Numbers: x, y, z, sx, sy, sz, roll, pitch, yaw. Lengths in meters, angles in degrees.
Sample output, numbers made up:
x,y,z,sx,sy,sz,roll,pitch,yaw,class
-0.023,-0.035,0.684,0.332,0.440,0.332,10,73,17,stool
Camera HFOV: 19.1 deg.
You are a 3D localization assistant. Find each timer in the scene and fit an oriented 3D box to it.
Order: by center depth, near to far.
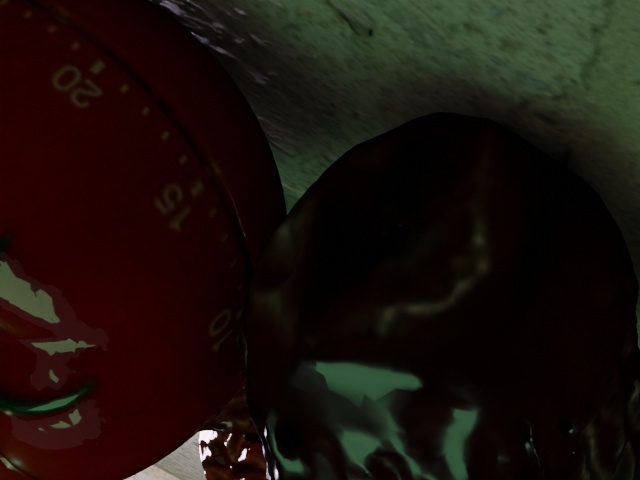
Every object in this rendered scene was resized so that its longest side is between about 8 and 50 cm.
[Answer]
x,y,z,sx,sy,sz,roll,pitch,yaw,class
-0.203,-0.013,1.320,0.378,0.279,0.378,22,137,23,timer

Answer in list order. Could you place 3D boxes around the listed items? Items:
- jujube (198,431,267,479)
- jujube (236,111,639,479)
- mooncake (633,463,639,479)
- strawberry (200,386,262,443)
x,y,z,sx,sy,sz,roll,pitch,yaw,class
0.013,0.215,1.856,0.216,0.216,0.342,37,169,-29,jujube
0.082,0.099,1.230,0.258,0.258,0.377,18,134,33,jujube
0.285,0.330,1.816,0.356,0.194,0.356,23,164,7,mooncake
-0.171,0.080,1.669,0.280,0.150,0.253,19,-155,28,strawberry
